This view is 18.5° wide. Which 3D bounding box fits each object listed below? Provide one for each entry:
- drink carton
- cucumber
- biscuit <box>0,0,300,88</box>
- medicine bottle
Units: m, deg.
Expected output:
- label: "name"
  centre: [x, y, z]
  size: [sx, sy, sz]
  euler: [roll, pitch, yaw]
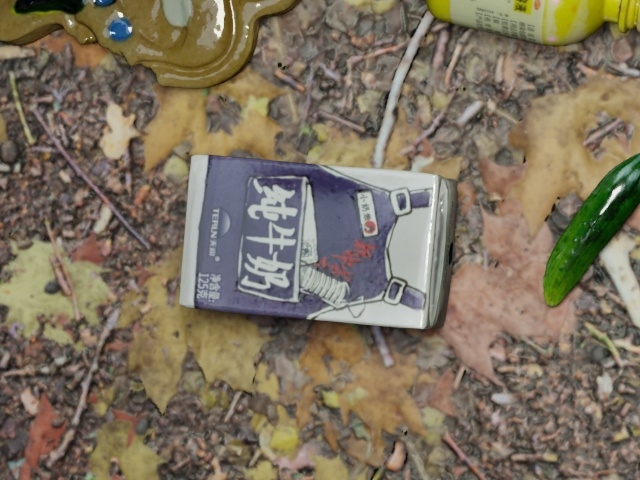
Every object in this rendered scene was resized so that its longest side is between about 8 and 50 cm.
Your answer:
- label: "drink carton"
  centre: [0.001, 0.001, 1.678]
  size: [0.222, 0.102, 0.134]
  euler: [5, 89, 13]
- label: "cucumber"
  centre: [0.233, -0.017, 1.646]
  size: [0.039, 0.039, 0.168]
  euler: [37, 101, 12]
- label: "biscuit"
  centre: [-0.153, -0.226, 1.748]
  size: [0.319, 0.047, 0.183]
  euler: [1, 87, 16]
- label: "medicine bottle"
  centre: [0.202, -0.218, 1.610]
  size: [0.212, 0.122, 0.122]
  euler: [15, 94, 15]
